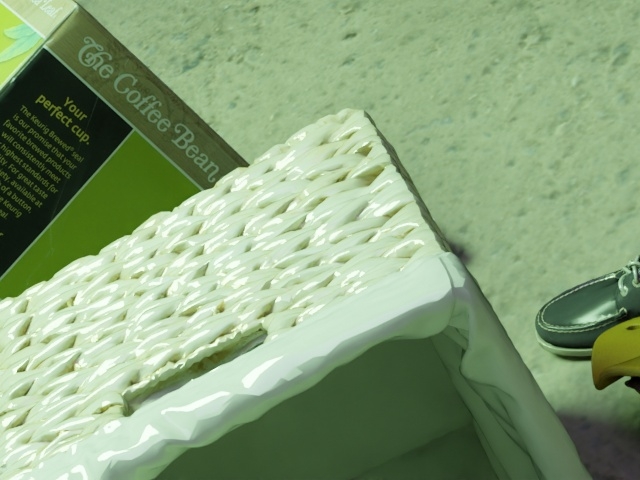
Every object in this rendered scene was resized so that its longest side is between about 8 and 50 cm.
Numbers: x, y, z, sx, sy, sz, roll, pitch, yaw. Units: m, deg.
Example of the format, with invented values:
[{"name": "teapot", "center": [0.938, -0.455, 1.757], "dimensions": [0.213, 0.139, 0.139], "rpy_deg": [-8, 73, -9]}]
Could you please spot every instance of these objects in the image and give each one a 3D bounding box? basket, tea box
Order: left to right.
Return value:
[{"name": "tea box", "center": [-0.231, -0.003, 1.271], "dimensions": [0.323, 0.329, 0.220], "rpy_deg": [-47, 36, -2]}, {"name": "basket", "center": [-0.018, 0.147, 0.974], "dimensions": [0.328, 0.331, 0.266], "rpy_deg": [-29, 33, 4]}]

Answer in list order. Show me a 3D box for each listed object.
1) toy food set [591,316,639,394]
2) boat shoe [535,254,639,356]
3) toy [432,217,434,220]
[{"name": "toy food set", "center": [0.285, 0.093, 1.018], "dimensions": [0.218, 0.071, 0.128], "rpy_deg": [-2, 16, 46]}, {"name": "boat shoe", "center": [0.251, 0.026, 1.140], "dimensions": [0.206, 0.065, 0.075], "rpy_deg": [-19, 37, 18]}, {"name": "toy", "center": [0.000, 0.000, 1.367], "dimensions": [0.137, 0.056, 0.237], "rpy_deg": [-43, 32, -8]}]
